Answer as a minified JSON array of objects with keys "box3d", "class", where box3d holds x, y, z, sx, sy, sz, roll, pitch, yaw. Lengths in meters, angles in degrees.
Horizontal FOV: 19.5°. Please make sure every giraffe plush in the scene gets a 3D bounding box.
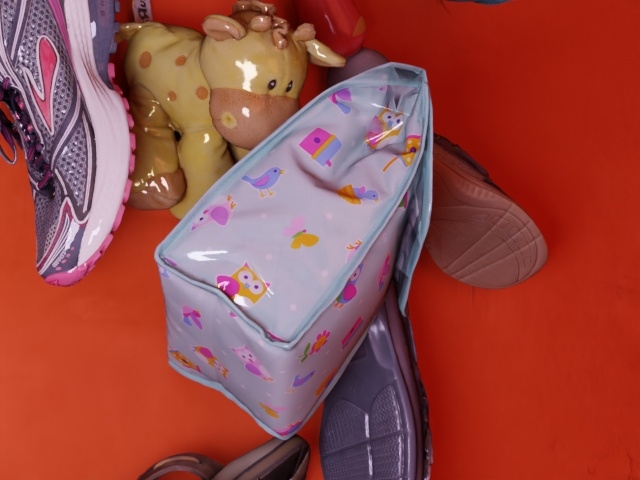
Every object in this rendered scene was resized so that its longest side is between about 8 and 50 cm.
[{"box3d":[-0.073,-0.125,1.530,0.181,0.170,0.210,-28,103,-43],"class":"giraffe plush"}]

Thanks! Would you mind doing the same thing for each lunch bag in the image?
[{"box3d":[0.000,0.000,1.498,0.160,0.223,0.262,34,67,13],"class":"lunch bag"}]

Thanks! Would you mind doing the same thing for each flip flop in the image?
[{"box3d":[-0.104,0.211,1.499,0.277,0.080,0.112,-24,138,-55],"class":"flip flop"}]

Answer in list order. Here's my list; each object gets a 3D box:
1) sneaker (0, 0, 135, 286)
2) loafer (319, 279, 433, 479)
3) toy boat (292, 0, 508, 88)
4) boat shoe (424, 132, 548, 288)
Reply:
[{"box3d":[-0.218,-0.109,1.447,0.112,0.121,0.299,-1,74,-28],"class":"sneaker"},{"box3d":[0.057,0.127,1.654,0.095,0.109,0.303,-1,79,-47],"class":"loafer"},{"box3d":[0.126,-0.243,1.738,0.318,0.267,0.148,-31,107,-10],"class":"toy boat"},{"box3d":[0.113,-0.046,1.743,0.285,0.103,0.092,31,31,-40],"class":"boat shoe"}]
